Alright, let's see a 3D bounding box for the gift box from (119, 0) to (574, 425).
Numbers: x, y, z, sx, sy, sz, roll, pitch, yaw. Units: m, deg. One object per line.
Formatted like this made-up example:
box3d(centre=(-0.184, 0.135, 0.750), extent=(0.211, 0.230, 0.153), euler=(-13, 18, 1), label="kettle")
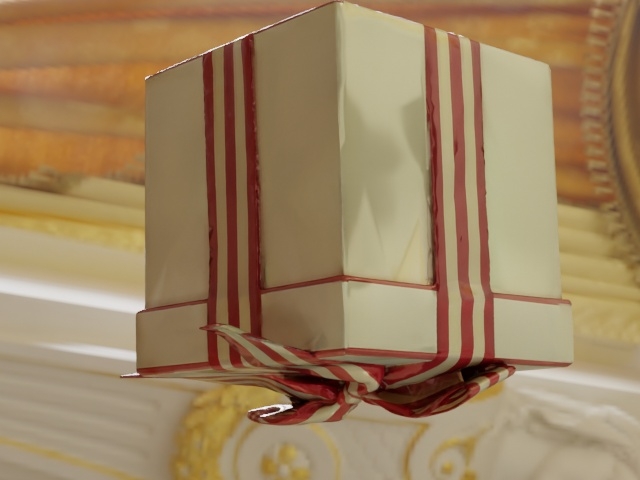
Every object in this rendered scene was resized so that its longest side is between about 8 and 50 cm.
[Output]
box3d(centre=(0.000, 0.000, 0.905), extent=(0.255, 0.276, 0.258), euler=(-14, -105, 52), label="gift box")
